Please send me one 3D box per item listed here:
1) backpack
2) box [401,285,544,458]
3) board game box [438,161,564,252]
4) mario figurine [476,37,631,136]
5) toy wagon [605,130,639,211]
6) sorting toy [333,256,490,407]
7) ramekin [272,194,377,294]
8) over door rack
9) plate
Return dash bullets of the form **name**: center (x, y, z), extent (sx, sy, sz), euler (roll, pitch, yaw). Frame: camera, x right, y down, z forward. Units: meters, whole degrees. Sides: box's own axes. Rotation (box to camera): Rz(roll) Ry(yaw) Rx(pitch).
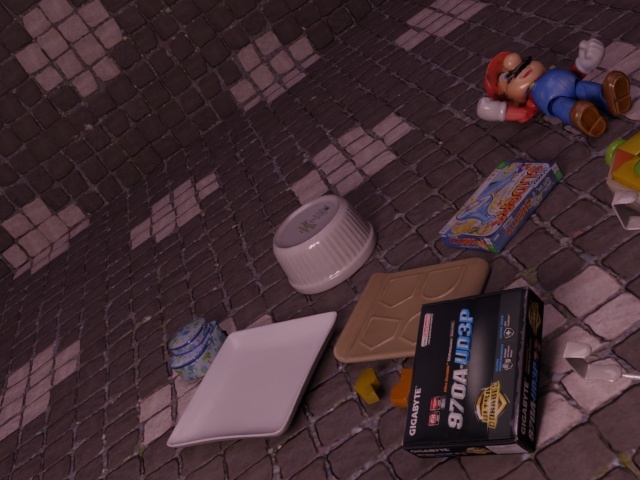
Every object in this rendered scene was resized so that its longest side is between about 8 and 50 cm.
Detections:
- **backpack**: center (-0.252, 0.217, 1.716), extent (0.105, 0.084, 0.114), euler (-22, 31, 32)
- **box**: center (0.208, 0.180, 1.162), extent (0.175, 0.051, 0.220), euler (-14, 51, 39)
- **board game box**: center (0.321, -0.063, 1.526), extent (0.201, 0.035, 0.136), euler (-47, 27, -21)
- **mario figurine**: center (0.422, -0.303, 1.643), extent (0.198, 0.170, 0.320), euler (-9, 22, -27)
- **toy wagon**: center (0.603, -0.162, 1.298), extent (0.344, 0.068, 0.267), euler (-37, 25, -1)
- **sorting toy**: center (0.136, 0.153, 1.396), extent (0.229, 0.041, 0.307), euler (-9, 37, 38)
- **ramekin**: center (0.000, 0.000, 1.740), extent (0.207, 0.109, 0.207), euler (-29, 26, 16)
- **over door rack**: center (0.464, 0.078, 0.943), extent (0.324, 0.108, 0.239), euler (9, 58, 30)
- **plate**: center (-0.110, 0.254, 1.519), extent (0.278, 0.045, 0.277), euler (-16, 31, 37)
